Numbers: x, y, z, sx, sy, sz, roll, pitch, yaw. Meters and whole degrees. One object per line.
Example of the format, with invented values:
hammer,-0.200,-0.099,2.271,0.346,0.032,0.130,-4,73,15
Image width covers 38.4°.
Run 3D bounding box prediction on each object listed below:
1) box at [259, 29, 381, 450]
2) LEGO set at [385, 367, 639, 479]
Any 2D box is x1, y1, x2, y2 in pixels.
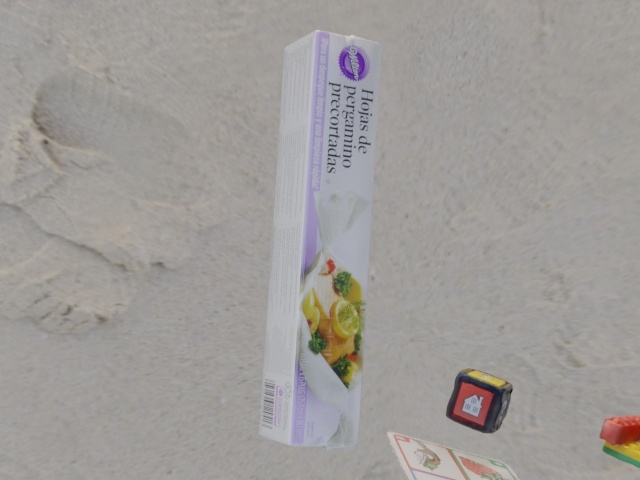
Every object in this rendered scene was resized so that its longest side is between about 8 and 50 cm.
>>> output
box,0.000,0.000,0.736,0.063,0.067,0.324,6,84,-27
LEGO set,0.119,0.082,0.286,0.182,0.244,0.060,16,95,-6
